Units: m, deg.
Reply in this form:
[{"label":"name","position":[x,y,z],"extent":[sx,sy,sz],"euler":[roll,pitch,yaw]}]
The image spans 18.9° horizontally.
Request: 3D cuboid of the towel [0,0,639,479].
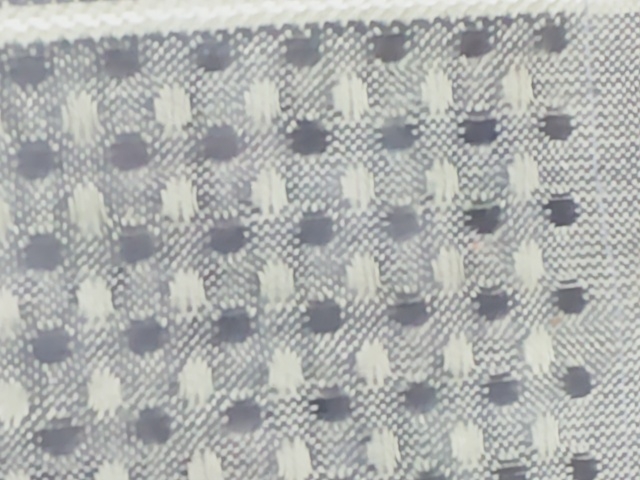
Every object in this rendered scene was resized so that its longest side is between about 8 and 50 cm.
[{"label":"towel","position":[-0.076,0.036,0.366],"extent":[0.324,0.056,0.312],"euler":[-5,91,-13]}]
